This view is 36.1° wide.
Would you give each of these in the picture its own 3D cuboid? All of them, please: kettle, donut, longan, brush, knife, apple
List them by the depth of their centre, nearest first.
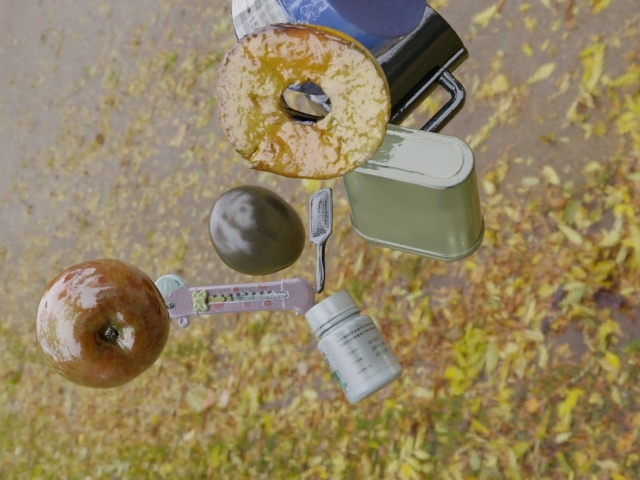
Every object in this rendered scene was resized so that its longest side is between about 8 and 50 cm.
[{"bbox_3d":[-0.014,-0.155,1.065,0.075,0.190,0.174,-64,-30,-65],"label":"donut"},{"bbox_3d":[-0.308,0.119,1.395,0.174,0.188,0.188,16,88,69],"label":"apple"},{"bbox_3d":[0.000,0.000,1.739,0.063,0.016,0.193,-24,61,48],"label":"brush"},{"bbox_3d":[-0.137,-0.018,2.054,0.198,0.212,0.198,-50,0,0],"label":"longan"},{"bbox_3d":[0.157,-0.331,2.096,0.308,0.262,0.203,-48,8,-3],"label":"kettle"},{"bbox_3d":[-0.204,0.136,2.339,0.038,0.398,0.132,-43,-50,-87],"label":"knife"}]

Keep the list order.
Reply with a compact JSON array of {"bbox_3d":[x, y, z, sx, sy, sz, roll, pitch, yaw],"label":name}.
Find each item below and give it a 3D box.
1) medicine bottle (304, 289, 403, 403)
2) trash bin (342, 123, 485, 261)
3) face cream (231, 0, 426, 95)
[{"bbox_3d":[0.040,0.134,1.247,0.080,0.080,0.130,-44,73,42],"label":"medicine bottle"},{"bbox_3d":[0.151,-0.082,1.643,0.247,0.243,0.121,69,-141,-60],"label":"trash bin"},{"bbox_3d":[0.010,-0.386,1.584,0.225,0.249,0.249,-27,51,50],"label":"face cream"}]
